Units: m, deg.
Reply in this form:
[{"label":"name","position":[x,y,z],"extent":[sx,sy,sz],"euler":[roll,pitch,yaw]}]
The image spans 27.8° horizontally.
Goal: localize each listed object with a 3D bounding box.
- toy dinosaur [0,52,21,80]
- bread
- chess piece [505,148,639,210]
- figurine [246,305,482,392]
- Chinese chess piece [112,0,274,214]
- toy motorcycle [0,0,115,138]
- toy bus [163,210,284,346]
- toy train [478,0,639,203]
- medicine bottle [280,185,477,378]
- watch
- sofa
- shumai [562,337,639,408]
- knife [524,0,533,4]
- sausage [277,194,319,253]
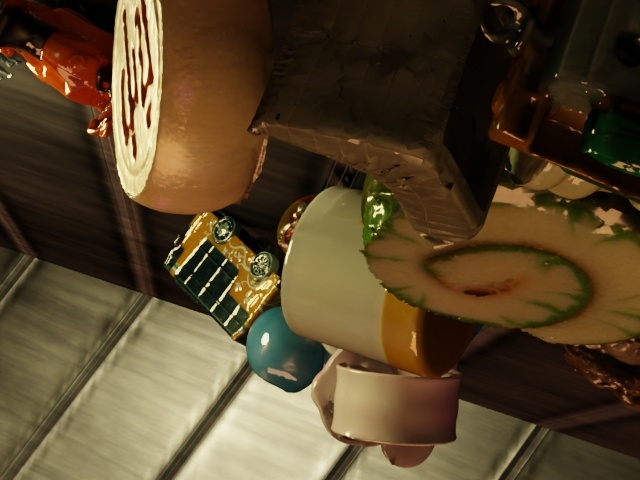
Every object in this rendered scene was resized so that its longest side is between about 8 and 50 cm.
[{"label":"toy dinosaur","position":[-0.480,-0.267,1.860],"extent":[0.197,0.045,0.080],"euler":[-6,139,49]},{"label":"bread","position":[0.235,-0.008,1.469],"extent":[0.366,0.129,0.382],"euler":[-10,144,36]},{"label":"chess piece","position":[0.316,-0.080,1.243],"extent":[0.243,0.133,0.133],"euler":[17,169,-14]},{"label":"figurine","position":[0.091,0.199,2.157],"extent":[0.416,0.243,0.298],"euler":[-11,-150,-3]},{"label":"Chinese chess piece","position":[-0.127,-0.160,1.248],"extent":[0.112,0.270,0.270],"euler":[0,174,-19]},{"label":"toy motorcycle","position":[-0.327,-0.234,1.550],"extent":[0.326,0.147,0.221],"euler":[22,-169,-35]},{"label":"toy bus","position":[-0.144,0.070,2.304],"extent":[0.138,0.167,0.275],"euler":[32,-172,-49]},{"label":"toy train","position":[0.311,-0.094,1.053],"extent":[0.429,0.178,0.249],"euler":[21,172,-9]},{"label":"medicine bottle","position":[0.096,0.055,1.859],"extent":[0.232,0.238,0.238],"euler":[17,167,27]},{"label":"watch","position":[0.127,0.253,1.948],"extent":[0.248,0.210,0.217],"euler":[6,-179,-23]},{"label":"sofa","position":[0.075,-0.129,1.192],"extent":[0.176,0.210,0.225],"euler":[13,166,25]},{"label":"shumai","position":[0.444,0.106,1.823],"extent":[0.184,0.218,0.185],"euler":[12,127,-12]},{"label":"knife","position":[0.219,-0.194,1.117],"extent":[0.230,0.028,0.060],"euler":[21,174,-21]},{"label":"sausage","position":[0.002,0.000,2.054],"extent":[0.125,0.117,0.317],"euler":[-15,162,4]}]
